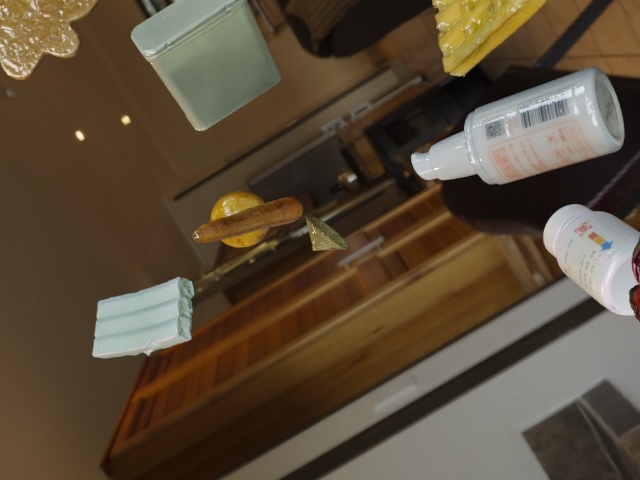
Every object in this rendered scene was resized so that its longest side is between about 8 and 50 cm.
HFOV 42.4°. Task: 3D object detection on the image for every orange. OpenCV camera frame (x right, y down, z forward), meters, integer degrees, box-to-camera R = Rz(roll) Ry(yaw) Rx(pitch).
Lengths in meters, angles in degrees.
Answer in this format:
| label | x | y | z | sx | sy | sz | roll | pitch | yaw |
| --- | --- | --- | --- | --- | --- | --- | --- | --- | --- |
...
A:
| label | x | y | z | sx | sy | sz | roll | pitch | yaw |
| --- | --- | --- | --- | --- | --- | --- | --- | --- | --- |
| orange | -0.208 | -0.052 | 2.160 | 0.159 | 0.159 | 0.136 | 55 | -161 | -39 |

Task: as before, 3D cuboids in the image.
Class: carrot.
| label | x | y | z | sx | sy | sz | roll | pitch | yaw |
| --- | --- | --- | --- | --- | --- | --- | --- | --- | --- |
| carrot | -0.107 | -0.030 | 1.266 | 0.248 | 0.043 | 0.043 | -20 | -104 | -53 |

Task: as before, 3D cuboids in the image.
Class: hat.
| label | x | y | z | sx | sy | sz | roll | pitch | yaw |
| --- | --- | --- | --- | --- | --- | --- | --- | --- | --- |
| hat | 0.000 | 0.000 | 2.148 | 0.146 | 0.067 | 0.146 | 37 | -169 | -8 |

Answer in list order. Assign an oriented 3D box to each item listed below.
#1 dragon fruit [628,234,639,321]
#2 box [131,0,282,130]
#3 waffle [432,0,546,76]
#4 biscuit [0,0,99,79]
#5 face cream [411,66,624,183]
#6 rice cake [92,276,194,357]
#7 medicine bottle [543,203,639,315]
| label | x | y | z | sx | sy | sz | roll | pitch | yaw |
| --- | --- | --- | --- | --- | --- | --- | --- | --- | --- |
| dragon fruit | 0.629 | 0.064 | 1.249 | 0.329 | 0.329 | 0.329 | 58 | -176 | -7 |
| box | -0.337 | -0.567 | 2.534 | 0.177 | 0.352 | 0.344 | 52 | 174 | 44 |
| waffle | 0.282 | -0.431 | 1.396 | 0.055 | 0.221 | 0.248 | 18 | -127 | -30 |
| biscuit | -0.663 | -0.556 | 1.929 | 0.275 | 0.355 | 0.052 | 36 | -179 | -14 |
| face cream | 0.225 | -0.120 | 0.989 | 0.101 | 0.251 | 0.101 | 23 | -121 | -46 |
| rice cake | -0.334 | 0.151 | 1.540 | 0.043 | 0.237 | 0.127 | 23 | -120 | -51 |
| medicine bottle | 0.614 | 0.030 | 1.799 | 0.170 | 0.170 | 0.293 | 57 | -179 | -27 |
